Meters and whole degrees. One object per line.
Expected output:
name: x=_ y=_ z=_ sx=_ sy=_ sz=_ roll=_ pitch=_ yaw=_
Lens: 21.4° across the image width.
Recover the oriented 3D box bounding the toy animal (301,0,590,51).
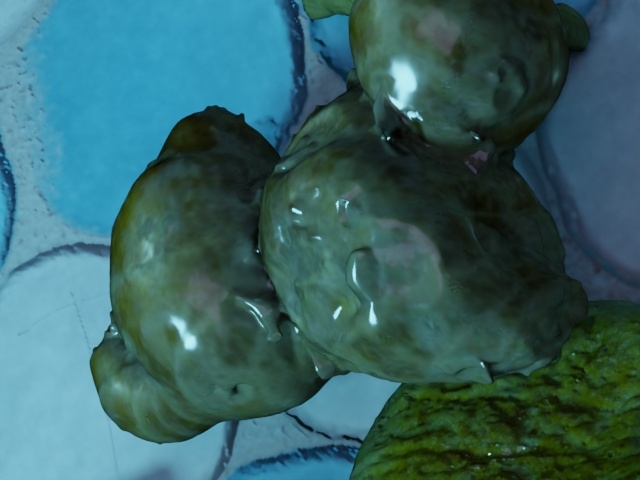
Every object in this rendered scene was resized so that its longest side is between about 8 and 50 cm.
toy animal: x=0.056 y=-0.165 z=1.080 sx=0.219 sy=0.101 sz=0.103 roll=38 pitch=91 yaw=21

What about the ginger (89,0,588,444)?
ginger: x=0.000 y=0.000 z=1.009 sx=0.375 sy=0.176 sz=0.256 roll=-30 pitch=71 yaw=30

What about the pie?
pie: x=0.133 y=0.137 z=0.947 sx=0.277 sy=0.078 sz=0.277 roll=-21 pitch=30 yaw=13
